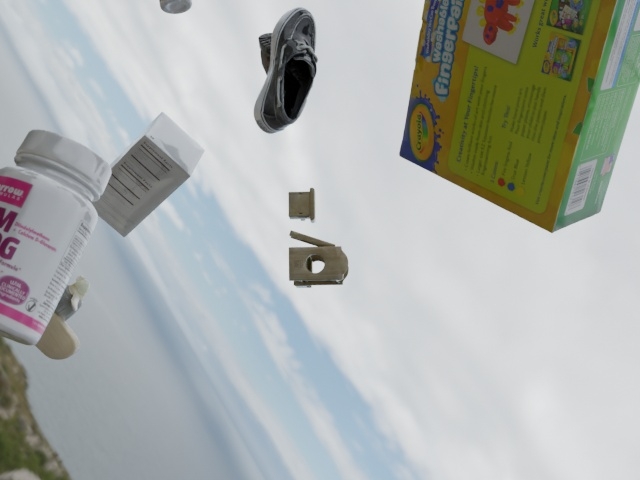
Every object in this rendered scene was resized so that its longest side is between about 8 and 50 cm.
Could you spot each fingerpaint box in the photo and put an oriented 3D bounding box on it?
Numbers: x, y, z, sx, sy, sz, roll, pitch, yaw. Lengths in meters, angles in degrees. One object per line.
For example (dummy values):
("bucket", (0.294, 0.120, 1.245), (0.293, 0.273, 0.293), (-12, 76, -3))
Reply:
("fingerpaint box", (0.349, -0.299, 1.327), (0.371, 0.163, 0.445), (33, -52, 40))

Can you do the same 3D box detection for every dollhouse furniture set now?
("dollhouse furniture set", (0.000, 0.000, 1.386), (0.182, 0.101, 0.161), (70, 19, -82))

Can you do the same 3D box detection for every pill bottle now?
("pill bottle", (-0.294, -0.517, 1.520), (0.065, 0.065, 0.116), (116, -35, -76))
("pill bottle", (-0.424, -0.007, 1.106), (0.160, 0.283, 0.160), (18, -19, 7))

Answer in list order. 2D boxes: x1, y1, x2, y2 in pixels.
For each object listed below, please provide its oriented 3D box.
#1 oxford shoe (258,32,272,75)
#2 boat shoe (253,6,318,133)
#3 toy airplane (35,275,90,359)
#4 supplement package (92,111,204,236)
("oxford shoe", (-0.079, -0.387, 1.762), (0.227, 0.082, 0.096), (-118, -157, -45))
("boat shoe", (-0.052, -0.365, 1.587), (0.108, 0.301, 0.102), (33, -27, -33))
("toy airplane", (-0.622, 0.019, 1.454), (0.272, 0.384, 0.386), (-40, 134, -62))
("supplement package", (-0.402, -0.148, 1.734), (0.134, 0.244, 0.139), (43, 28, -18))
